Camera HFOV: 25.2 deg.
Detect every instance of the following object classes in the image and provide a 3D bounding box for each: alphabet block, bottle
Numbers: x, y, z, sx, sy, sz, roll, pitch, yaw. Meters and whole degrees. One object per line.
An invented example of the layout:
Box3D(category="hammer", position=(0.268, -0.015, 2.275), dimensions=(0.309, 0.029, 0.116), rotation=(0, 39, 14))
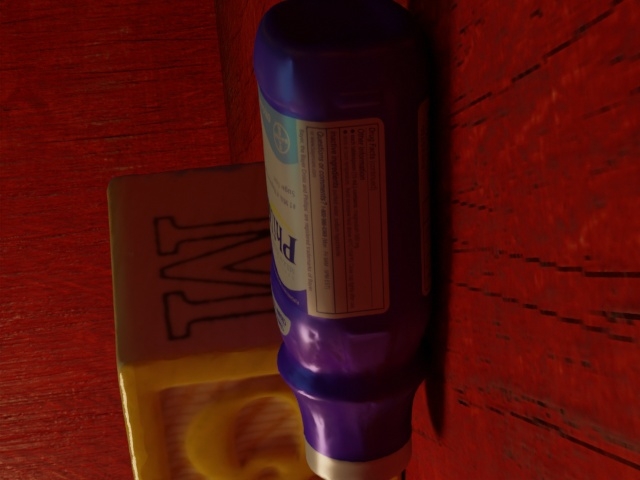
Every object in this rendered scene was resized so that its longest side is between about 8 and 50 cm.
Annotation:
Box3D(category="alphabet block", position=(-0.049, 0.074, 1.042), dimensions=(0.197, 0.193, 0.192), rotation=(-103, 7, -49))
Box3D(category="bottle", position=(0.016, 0.007, 0.816), dimensions=(0.118, 0.092, 0.283), rotation=(-109, 14, -61))
